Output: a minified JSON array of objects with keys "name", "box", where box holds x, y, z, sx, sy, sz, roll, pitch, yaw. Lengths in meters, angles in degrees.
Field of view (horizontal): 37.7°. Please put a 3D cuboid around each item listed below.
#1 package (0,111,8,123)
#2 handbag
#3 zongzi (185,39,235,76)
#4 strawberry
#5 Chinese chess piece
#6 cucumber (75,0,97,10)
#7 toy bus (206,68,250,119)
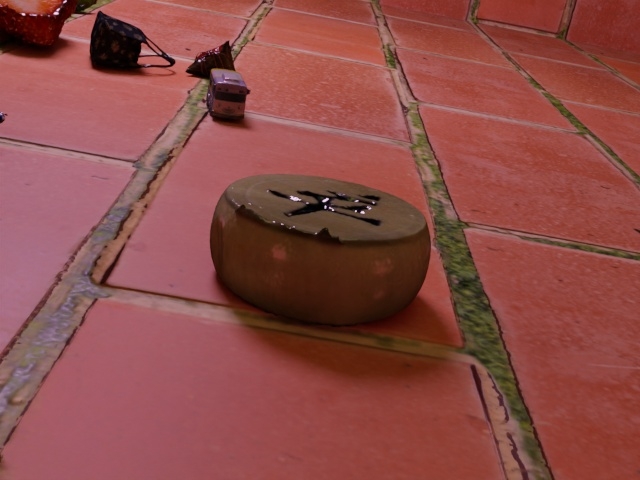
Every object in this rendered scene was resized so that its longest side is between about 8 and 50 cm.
[{"name":"package","box":[-0.387,-0.117,0.982,0.110,0.033,0.077,-6,42,2]},{"name":"handbag","box":[-0.300,-0.305,1.505,0.139,0.072,0.115,17,15,-22]},{"name":"zongzi","box":[-0.188,-0.288,1.543,0.083,0.067,0.073,2,24,33]},{"name":"strawberry","box":[-0.499,-0.387,1.563,0.188,0.106,0.286,-3,36,-23]},{"name":"Chinese chess piece","box":[0.000,0.000,0.797,0.188,0.083,0.188,7,20,-3]},{"name":"cucumber","box":[-0.549,-0.492,1.862,0.227,0.069,0.069,-1,23,-36]},{"name":"toy bus","box":[-0.131,-0.208,1.322,0.052,0.058,0.102,6,20,-13]}]
